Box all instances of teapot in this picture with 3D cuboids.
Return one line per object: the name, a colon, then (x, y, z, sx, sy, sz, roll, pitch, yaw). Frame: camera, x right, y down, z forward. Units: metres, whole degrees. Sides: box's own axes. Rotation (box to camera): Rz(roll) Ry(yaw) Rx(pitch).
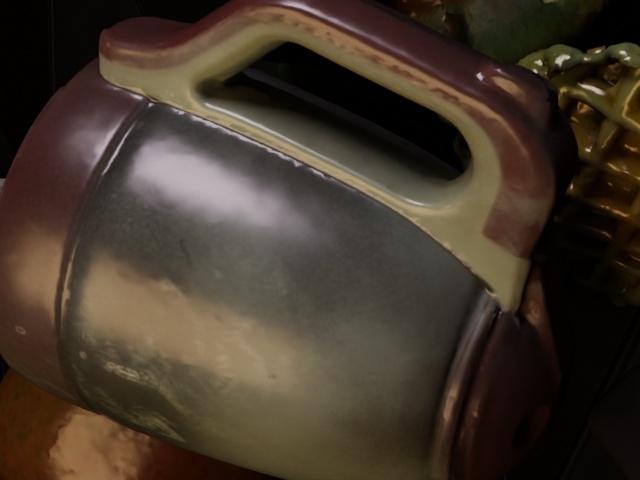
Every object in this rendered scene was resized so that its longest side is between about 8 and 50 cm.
teapot: (0.000, 0.000, 0.673, 0.312, 0.233, 0.314, 20, 132, 18)

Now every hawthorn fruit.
hawthorn fruit: (-0.130, 0.136, 1.018, 0.268, 0.268, 0.300, 42, 112, 19)

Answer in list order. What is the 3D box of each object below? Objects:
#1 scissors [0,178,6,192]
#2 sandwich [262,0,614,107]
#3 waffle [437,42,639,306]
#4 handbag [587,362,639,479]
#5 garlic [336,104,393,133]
scissors: (-0.293, -0.037, 1.261, 0.256, 0.030, 0.125, 11, 125, 41)
sandwich: (0.022, -0.212, 0.666, 0.250, 0.162, 0.301, 2, 121, 43)
waffle: (0.182, -0.029, 0.670, 0.208, 0.054, 0.214, -8, 132, 43)
handbag: (0.323, 0.164, 0.571, 0.288, 0.152, 0.342, -42, 71, 45)
garlic: (0.007, -0.032, 0.865, 0.159, 0.102, 0.147, 41, 140, 19)
